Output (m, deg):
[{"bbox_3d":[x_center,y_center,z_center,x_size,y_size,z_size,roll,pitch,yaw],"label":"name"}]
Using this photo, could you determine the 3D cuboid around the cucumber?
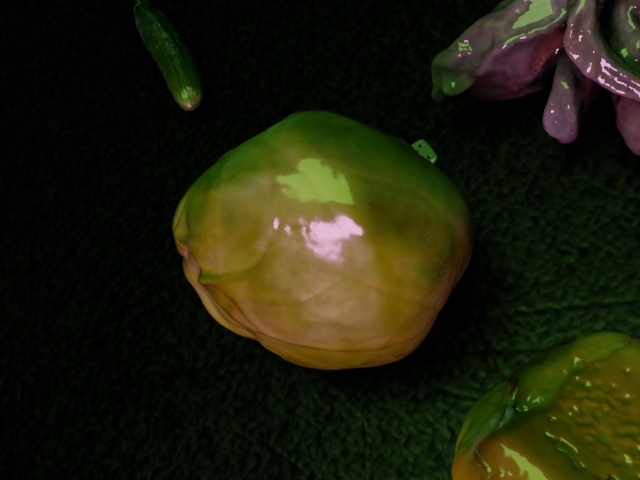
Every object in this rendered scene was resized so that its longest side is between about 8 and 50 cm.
[{"bbox_3d":[-0.143,-0.179,0.919,0.037,0.037,0.155,-33,62,6],"label":"cucumber"}]

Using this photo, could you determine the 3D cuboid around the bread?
[{"bbox_3d":[0.240,0.217,0.553,0.166,0.112,0.383,-32,61,-26],"label":"bread"}]

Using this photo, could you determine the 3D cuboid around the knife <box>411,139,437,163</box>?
[{"bbox_3d":[0.052,-0.049,0.801,0.096,0.010,0.027,-36,60,5],"label":"knife"}]

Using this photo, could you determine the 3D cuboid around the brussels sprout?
[{"bbox_3d":[0.000,0.000,0.692,0.223,0.223,0.161,-6,60,20],"label":"brussels sprout"}]

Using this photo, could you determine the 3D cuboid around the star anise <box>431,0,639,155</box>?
[{"bbox_3d":[0.243,-0.186,0.709,0.360,0.139,0.315,-24,68,11],"label":"star anise"}]
